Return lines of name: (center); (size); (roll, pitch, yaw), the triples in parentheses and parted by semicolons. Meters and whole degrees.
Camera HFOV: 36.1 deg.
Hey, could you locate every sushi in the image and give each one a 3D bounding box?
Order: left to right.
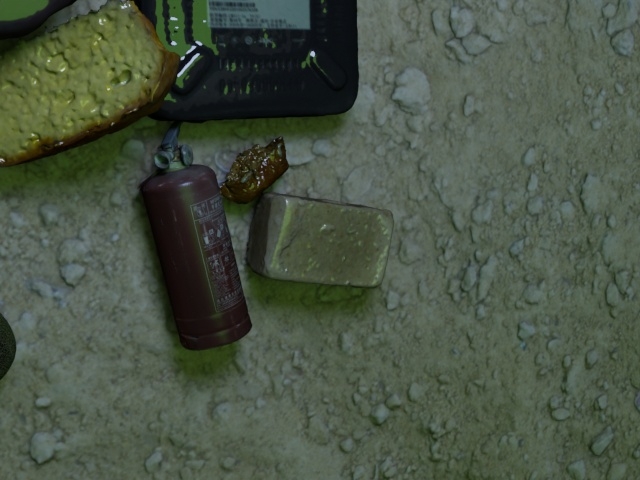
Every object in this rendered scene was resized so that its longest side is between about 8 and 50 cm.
sushi: (-0.086, -0.089, 1.247); (0.060, 0.061, 0.118); (55, 50, -17)

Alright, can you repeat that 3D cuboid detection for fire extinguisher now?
fire extinguisher: (-0.157, -0.008, 1.203); (0.104, 0.104, 0.269); (-19, 106, -24)

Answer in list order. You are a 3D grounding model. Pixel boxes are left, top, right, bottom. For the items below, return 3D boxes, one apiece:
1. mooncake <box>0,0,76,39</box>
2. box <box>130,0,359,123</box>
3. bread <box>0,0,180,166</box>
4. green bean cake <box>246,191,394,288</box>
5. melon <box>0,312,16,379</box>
mooncake: (-0.362, -0.342, 1.004); (0.282, 0.141, 0.283); (-5, 106, -17)
box: (-0.088, -0.290, 1.203); (0.289, 0.073, 0.289); (-5, 98, -27)
bread: (-0.265, -0.172, 1.094); (0.260, 0.134, 0.129); (-19, 92, 13)
green bean cake: (0.000, 0.000, 1.286); (0.179, 0.085, 0.109); (6, 96, -27)
melon: (-0.409, 0.098, 1.084); (0.162, 0.099, 0.099); (45, 77, -26)
